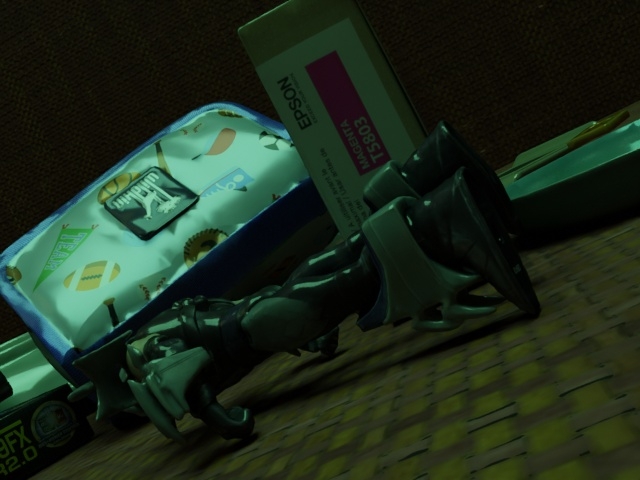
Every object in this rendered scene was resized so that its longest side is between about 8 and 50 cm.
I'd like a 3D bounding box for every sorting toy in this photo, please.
[{"bbox_3d":[0.282,-0.086,1.019,0.196,0.047,0.348,-32,3,-27],"label":"sorting toy"}]

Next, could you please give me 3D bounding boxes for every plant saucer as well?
[{"bbox_3d":[-0.458,0.205,1.089,0.401,0.100,0.400,-24,6,3],"label":"plant saucer"},{"bbox_3d":[0.278,-0.079,0.567,0.318,0.043,0.317,-27,0,0],"label":"plant saucer"}]

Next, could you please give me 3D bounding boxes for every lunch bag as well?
[{"bbox_3d":[-0.170,0.023,0.809,0.328,0.238,0.385,-41,14,-20],"label":"lunch bag"}]

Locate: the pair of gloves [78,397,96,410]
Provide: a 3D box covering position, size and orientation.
[{"bbox_3d":[-0.360,0.244,1.000,0.159,0.023,0.198,-26,0,24],"label":"pair of gloves"}]

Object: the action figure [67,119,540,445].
[{"bbox_3d":[-0.023,0.047,0.427,0.285,0.099,0.185,-30,6,24],"label":"action figure"}]

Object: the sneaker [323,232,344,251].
[{"bbox_3d":[0.000,0.000,1.351,0.098,0.135,0.276,-24,0,-42],"label":"sneaker"}]

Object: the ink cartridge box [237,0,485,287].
[{"bbox_3d":[0.035,-0.065,0.580,0.088,0.234,0.193,-27,0,4],"label":"ink cartridge box"}]

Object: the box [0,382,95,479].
[{"bbox_3d":[-0.376,0.233,0.705,0.216,0.060,0.270,-26,0,-45],"label":"box"}]

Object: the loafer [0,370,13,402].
[{"bbox_3d":[-0.495,0.261,0.848,0.302,0.095,0.109,-52,10,-17],"label":"loafer"}]
